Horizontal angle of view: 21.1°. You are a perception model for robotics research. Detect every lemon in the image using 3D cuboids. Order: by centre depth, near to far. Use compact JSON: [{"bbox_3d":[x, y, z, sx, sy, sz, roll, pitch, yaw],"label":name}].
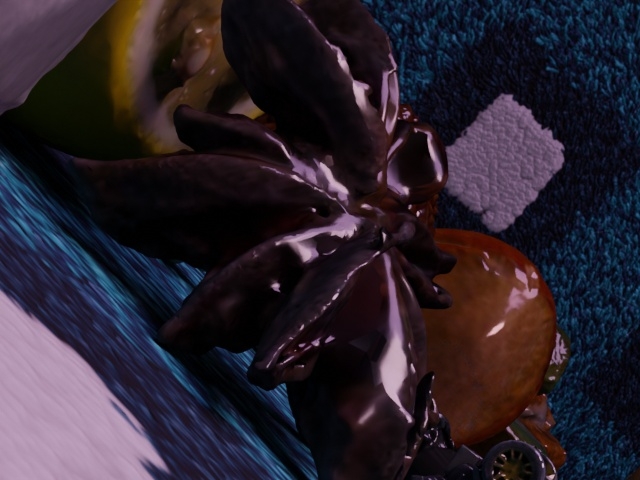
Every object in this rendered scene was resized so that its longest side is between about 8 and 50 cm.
[{"bbox_3d":[-0.112,-0.170,0.862,0.219,0.240,0.240,35,-3,22],"label":"lemon"}]

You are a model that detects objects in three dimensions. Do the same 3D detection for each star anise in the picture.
[{"bbox_3d":[-0.002,-0.004,0.791,0.212,0.129,0.282,29,57,-51],"label":"star anise"}]

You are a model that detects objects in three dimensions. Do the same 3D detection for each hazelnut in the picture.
[{"bbox_3d":[0.108,0.069,1.376,0.182,0.182,0.182,46,1,-1],"label":"hazelnut"}]

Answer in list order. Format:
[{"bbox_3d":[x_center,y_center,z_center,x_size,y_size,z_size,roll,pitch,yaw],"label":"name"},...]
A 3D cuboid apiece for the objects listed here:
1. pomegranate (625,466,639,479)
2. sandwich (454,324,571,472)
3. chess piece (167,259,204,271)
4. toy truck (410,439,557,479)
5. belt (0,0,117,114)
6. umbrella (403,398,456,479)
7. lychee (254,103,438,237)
[{"bbox_3d":[0.292,0.247,1.179,0.233,0.233,0.233,46,1,-1],"label":"pomegranate"},{"bbox_3d":[0.161,0.133,1.595,0.250,0.162,0.301,51,6,25],"label":"sandwich"},{"bbox_3d":[-0.041,0.020,0.994,0.103,0.067,0.067,55,0,-9],"label":"chess piece"},{"bbox_3d":[0.129,0.178,0.879,0.192,0.092,0.083,38,-2,17],"label":"toy truck"},{"bbox_3d":[-0.165,-0.127,0.327,0.212,0.117,0.347,45,1,31],"label":"belt"},{"bbox_3d":[0.028,0.083,1.093,0.080,0.071,0.224,9,31,-37],"label":"umbrella"},{"bbox_3d":[0.005,-0.030,1.263,0.188,0.188,0.188,46,1,-1],"label":"lychee"}]
